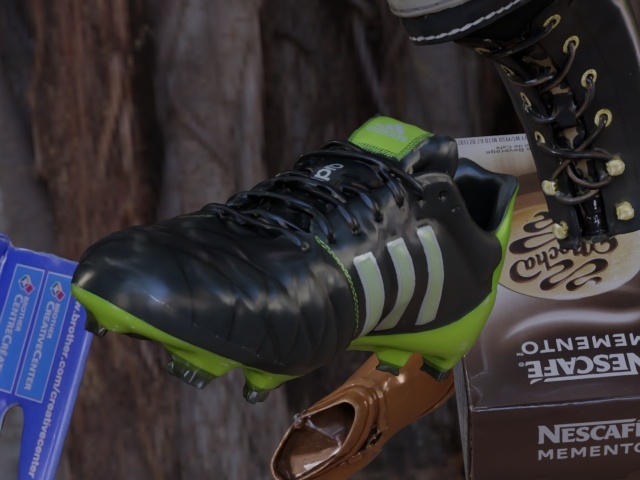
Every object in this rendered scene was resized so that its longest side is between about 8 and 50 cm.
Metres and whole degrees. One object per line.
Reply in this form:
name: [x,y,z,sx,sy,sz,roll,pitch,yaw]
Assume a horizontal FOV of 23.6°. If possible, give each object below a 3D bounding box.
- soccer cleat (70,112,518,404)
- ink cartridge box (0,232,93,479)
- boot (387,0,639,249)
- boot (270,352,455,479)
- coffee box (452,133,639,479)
soccer cleat: [0.000,0.000,0.404,0.060,0.072,0.179,23,10,28]
ink cartridge box: [-0.239,0.061,0.595,0.311,0.186,0.065,12,-8,27]
boot: [0.119,-0.077,0.765,0.085,0.178,0.236,-12,12,27]
boot: [0.045,0.121,1.215,0.073,0.197,0.152,37,8,17]
coffee box: [0.178,0.052,1.131,0.168,0.119,0.297,-5,40,1]
